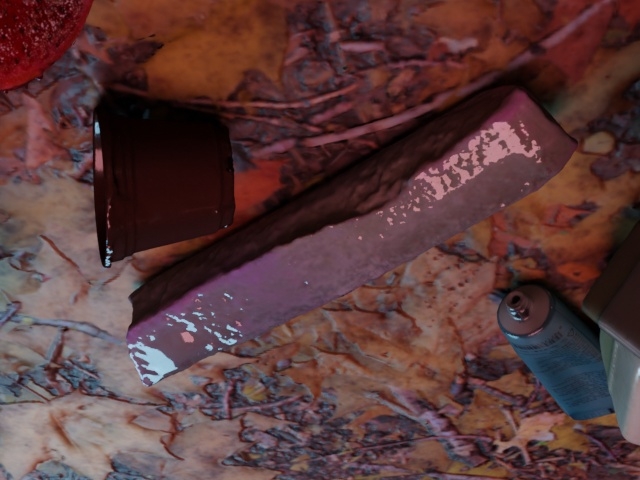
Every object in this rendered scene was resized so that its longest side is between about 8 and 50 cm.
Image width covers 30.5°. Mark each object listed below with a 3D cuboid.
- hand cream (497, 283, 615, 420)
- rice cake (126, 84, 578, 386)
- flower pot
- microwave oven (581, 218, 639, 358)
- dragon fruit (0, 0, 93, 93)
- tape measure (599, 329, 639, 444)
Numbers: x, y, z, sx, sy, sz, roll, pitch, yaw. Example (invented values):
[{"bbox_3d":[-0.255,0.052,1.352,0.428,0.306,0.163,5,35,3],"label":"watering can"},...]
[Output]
[{"bbox_3d":[0.212,0.098,0.996,0.083,0.048,0.224,-21,140,23],"label":"hand cream"},{"bbox_3d":[0.001,0.000,0.860,0.399,0.064,0.070,-28,122,28],"label":"rice cake"},{"bbox_3d":[-0.105,-0.038,0.794,0.089,0.111,0.111,-3,140,-15],"label":"flower pot"},{"bbox_3d":[0.363,-0.015,0.596,0.218,0.286,0.355,29,98,-30],"label":"microwave oven"},{"bbox_3d":[-0.211,-0.165,0.654,0.111,0.153,0.153,14,150,37],"label":"dragon fruit"},{"bbox_3d":[0.352,0.048,0.874,0.271,0.133,0.231,-6,146,4],"label":"tape measure"}]
